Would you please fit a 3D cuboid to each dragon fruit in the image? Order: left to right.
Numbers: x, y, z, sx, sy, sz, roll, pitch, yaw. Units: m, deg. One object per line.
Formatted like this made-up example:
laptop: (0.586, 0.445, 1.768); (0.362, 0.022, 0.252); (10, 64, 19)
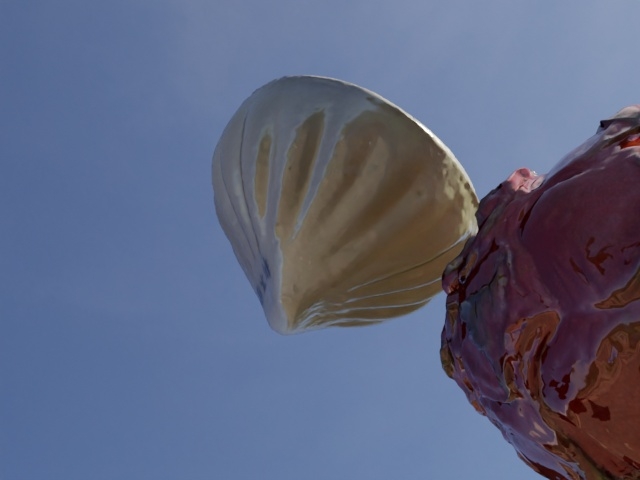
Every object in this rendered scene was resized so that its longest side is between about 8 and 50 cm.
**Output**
dragon fruit: (0.241, 0.044, 0.686); (0.277, 0.342, 0.277); (16, -109, -55)

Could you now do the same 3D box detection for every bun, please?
bun: (0.000, 0.000, 0.961); (0.175, 0.263, 0.263); (-60, -34, -30)
